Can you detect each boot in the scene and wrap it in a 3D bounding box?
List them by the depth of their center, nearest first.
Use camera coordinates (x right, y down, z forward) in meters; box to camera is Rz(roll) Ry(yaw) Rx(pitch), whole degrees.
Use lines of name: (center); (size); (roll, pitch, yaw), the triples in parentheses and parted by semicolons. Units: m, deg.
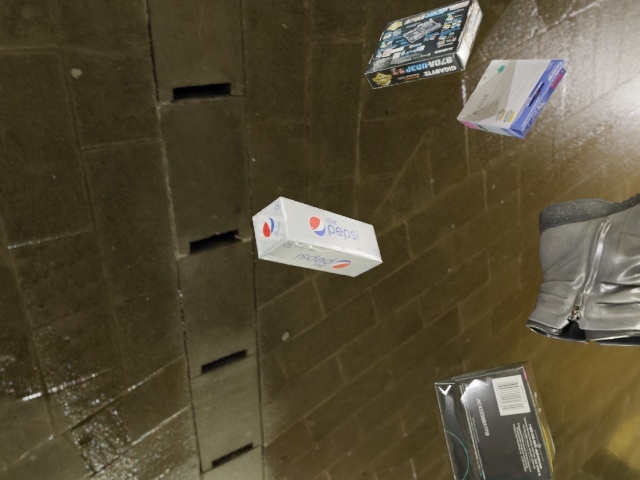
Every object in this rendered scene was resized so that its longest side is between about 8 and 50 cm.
boot: (0.459, 0.039, 0.705); (0.118, 0.338, 0.223); (29, 61, -29)

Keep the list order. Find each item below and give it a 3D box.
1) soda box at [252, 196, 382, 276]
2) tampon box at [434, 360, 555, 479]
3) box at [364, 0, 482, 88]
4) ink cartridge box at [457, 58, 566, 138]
soda box: (0.000, 0.000, 1.078); (0.286, 0.098, 0.091); (13, 145, -44)
tampon box: (0.217, 0.217, 0.625); (0.161, 0.101, 0.120); (21, 55, -63)
box: (0.221, -0.424, 1.114); (0.051, 0.220, 0.175); (47, 55, -41)
ink cartridge box: (0.484, -0.361, 1.295); (0.065, 0.311, 0.186); (27, 100, -18)
